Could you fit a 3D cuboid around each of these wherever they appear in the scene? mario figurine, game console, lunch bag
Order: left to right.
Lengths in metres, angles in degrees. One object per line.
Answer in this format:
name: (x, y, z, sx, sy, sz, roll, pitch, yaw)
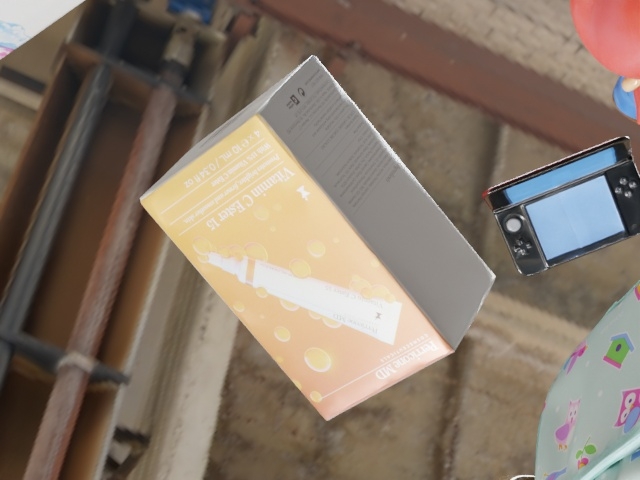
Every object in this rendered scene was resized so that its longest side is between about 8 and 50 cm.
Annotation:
game console: (0.238, -0.030, 1.376, 0.085, 0.144, 0.124, -82, -31, -70)
lunch bag: (0.258, 0.133, 1.067, 0.108, 0.279, 0.224, 24, -133, -8)
mario figurine: (0.298, -0.157, 1.127, 0.198, 0.170, 0.320, 59, -170, 7)

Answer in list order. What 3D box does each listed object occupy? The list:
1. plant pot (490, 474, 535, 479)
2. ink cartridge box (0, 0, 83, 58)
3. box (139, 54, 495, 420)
plant pot: (0.264, 0.306, 1.475, 0.236, 0.032, 0.236, 24, -163, -8)
ink cartridge box: (-0.274, -0.196, 0.855, 0.306, 0.131, 0.226, -34, -113, -2)
box: (0.000, 0.000, 1.686, 0.345, 0.215, 0.168, 50, -143, -9)
